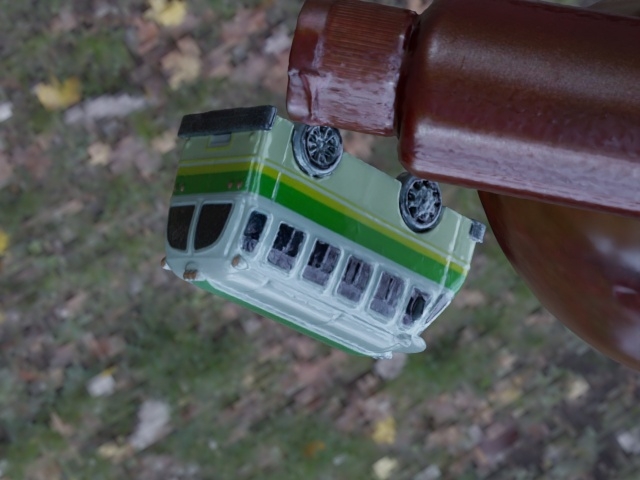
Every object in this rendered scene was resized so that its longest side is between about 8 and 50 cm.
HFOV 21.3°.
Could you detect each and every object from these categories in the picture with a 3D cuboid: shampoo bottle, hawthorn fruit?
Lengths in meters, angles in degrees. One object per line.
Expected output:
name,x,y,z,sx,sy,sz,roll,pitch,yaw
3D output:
shampoo bottle,0.116,-0.059,0.755,0.064,0.260,0.102,88,16,-54
hawthorn fruit,0.271,-0.049,1.227,0.308,0.325,0.308,-43,-160,20

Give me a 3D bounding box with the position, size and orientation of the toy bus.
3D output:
toy bus,0.000,0.000,1.479,0.276,0.165,0.133,27,163,-36
